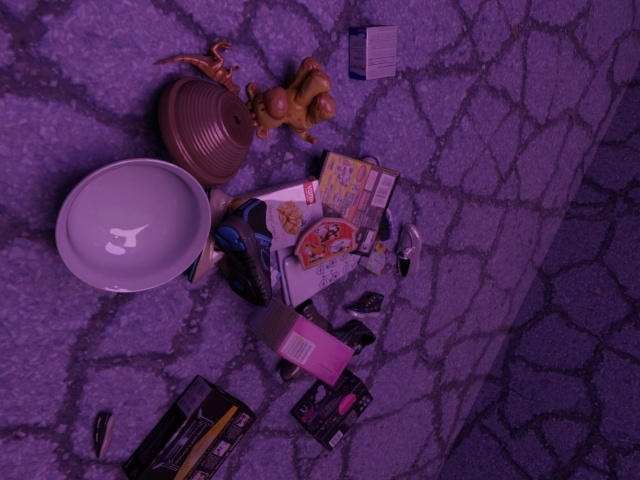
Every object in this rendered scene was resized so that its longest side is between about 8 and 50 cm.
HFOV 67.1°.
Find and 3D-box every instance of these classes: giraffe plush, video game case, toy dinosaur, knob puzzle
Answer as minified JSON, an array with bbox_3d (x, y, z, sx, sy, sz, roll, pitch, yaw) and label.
[{"bbox_3d":[-0.088,-0.333,1.182,0.170,0.181,0.210,-9,150,-30],"label":"giraffe plush"},{"bbox_3d":[0.079,-0.100,1.403,0.248,0.035,0.275,12,105,-26],"label":"video game case"},{"bbox_3d":[-0.240,-0.385,1.056,0.211,0.064,0.112,19,96,-46],"label":"toy dinosaur"},{"bbox_3d":[0.018,0.006,1.341,0.213,0.030,0.213,-17,143,-13],"label":"knob puzzle"}]

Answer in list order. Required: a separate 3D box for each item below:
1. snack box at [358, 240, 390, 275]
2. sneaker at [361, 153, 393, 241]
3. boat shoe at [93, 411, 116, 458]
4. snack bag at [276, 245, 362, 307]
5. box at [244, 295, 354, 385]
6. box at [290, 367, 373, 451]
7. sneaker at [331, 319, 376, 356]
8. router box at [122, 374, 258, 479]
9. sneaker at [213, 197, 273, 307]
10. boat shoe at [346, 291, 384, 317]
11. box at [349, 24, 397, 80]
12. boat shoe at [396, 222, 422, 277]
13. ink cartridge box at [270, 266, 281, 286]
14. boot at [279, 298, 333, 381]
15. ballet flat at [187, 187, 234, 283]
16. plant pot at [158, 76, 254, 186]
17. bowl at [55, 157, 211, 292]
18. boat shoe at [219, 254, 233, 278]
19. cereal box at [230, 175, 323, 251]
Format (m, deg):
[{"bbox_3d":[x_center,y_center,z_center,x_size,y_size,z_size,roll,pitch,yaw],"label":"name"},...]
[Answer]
[{"bbox_3d":[0.189,0.060,1.670,0.100,0.037,0.141,-64,150,-3],"label":"snack box"},{"bbox_3d":[0.188,-0.135,1.543,0.131,0.112,0.296,-54,139,-38],"label":"sneaker"},{"bbox_3d":[-0.538,0.481,1.191,0.046,0.038,0.125,-66,174,-73],"label":"boat shoe"},{"bbox_3d":[0.000,0.000,1.485,0.323,0.037,0.342,-28,126,-31],"label":"snack bag"},{"bbox_3d":[-0.065,0.273,1.360,0.213,0.243,0.117,38,81,-28],"label":"box"},{"bbox_3d":[0.044,0.591,1.726,0.247,0.142,0.163,-45,135,-18],"label":"box"},{"bbox_3d":[0.077,0.357,1.676,0.267,0.106,0.101,-21,123,-34],"label":"sneaker"},{"bbox_3d":[-0.358,0.570,1.373,0.309,0.081,0.243,-51,135,-14],"label":"router box"},{"bbox_3d":[-0.160,0.044,1.214,0.139,0.125,0.341,-56,158,-35],"label":"sneaker"},{"bbox_3d":[0.161,0.227,1.729,0.183,0.065,0.083,7,102,-52],"label":"boat shoe"},{"bbox_3d":[0.147,-0.528,1.354,0.126,0.072,0.137,-22,122,-36],"label":"box"},{"bbox_3d":[0.321,0.045,1.782,0.081,0.079,0.227,-35,133,-33],"label":"boat shoe"},{"bbox_3d":[-0.156,0.094,1.383,0.048,0.028,0.083,-56,137,-9],"label":"ink cartridge box"},{"bbox_3d":[-0.080,0.313,1.539,0.246,0.083,0.161,-51,125,-16],"label":"boot"},{"bbox_3d":[-0.264,-0.004,1.187,0.086,0.086,0.248,3,107,-45],"label":"ballet flat"},{"bbox_3d":[-0.219,-0.241,1.028,0.237,0.110,0.237,32,53,-55],"label":"plant pot"},{"bbox_3d":[-0.390,-0.051,0.997,0.298,0.134,0.298,-19,128,-26],"label":"bowl"},{"bbox_3d":[-0.232,0.044,1.273,0.056,0.048,0.153,-22,123,-35],"label":"boat shoe"},{"bbox_3d":[-0.111,-0.061,1.287,0.240,0.047,0.173,-17,121,-14],"label":"cereal box"}]
